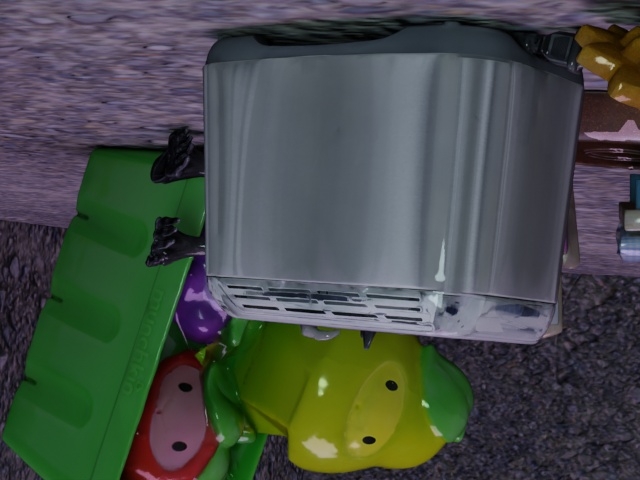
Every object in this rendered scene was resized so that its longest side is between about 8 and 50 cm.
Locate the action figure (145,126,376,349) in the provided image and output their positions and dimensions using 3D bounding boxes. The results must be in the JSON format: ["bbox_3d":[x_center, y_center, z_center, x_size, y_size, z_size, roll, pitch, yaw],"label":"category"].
[{"bbox_3d":[0.000,0.000,1.310,0.275,0.164,0.141,12,179,-23],"label":"action figure"}]

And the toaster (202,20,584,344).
[{"bbox_3d":[0.039,-0.026,0.809,0.227,0.147,0.129,2,177,37],"label":"toaster"}]

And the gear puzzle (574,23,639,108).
[{"bbox_3d":[0.225,0.004,0.620,0.175,0.044,0.339,3,-145,-43],"label":"gear puzzle"}]

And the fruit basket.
[{"bbox_3d":[-0.057,0.112,1.477,0.392,0.392,0.283,3,176,27],"label":"fruit basket"}]

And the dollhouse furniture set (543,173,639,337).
[{"bbox_3d":[0.236,0.055,1.031,0.286,0.198,0.303,-1,-177,7],"label":"dollhouse furniture set"}]

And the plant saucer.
[{"bbox_3d":[0.184,-0.064,0.984,0.168,0.029,0.168,5,178,0],"label":"plant saucer"}]
